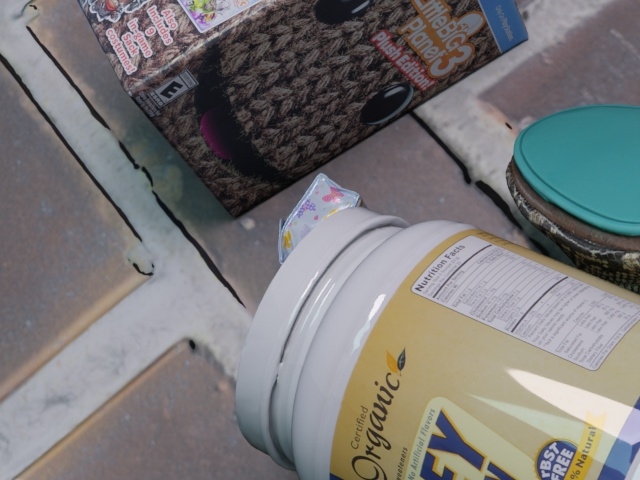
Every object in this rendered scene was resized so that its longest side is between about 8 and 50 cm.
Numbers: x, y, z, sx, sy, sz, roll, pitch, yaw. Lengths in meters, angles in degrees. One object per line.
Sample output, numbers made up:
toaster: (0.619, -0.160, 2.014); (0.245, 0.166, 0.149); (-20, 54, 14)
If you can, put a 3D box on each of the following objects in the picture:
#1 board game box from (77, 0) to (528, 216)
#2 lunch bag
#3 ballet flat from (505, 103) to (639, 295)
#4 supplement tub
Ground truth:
board game box: (-0.013, -0.188, 1.355); (0.291, 0.232, 0.141); (-32, 61, 4)
lunch bag: (0.000, 0.000, 1.356); (0.053, 0.071, 0.083); (29, 79, 27)
ballet flat: (0.297, 0.010, 1.155); (0.164, 0.182, 0.483); (-31, 18, -23)
supplement tub: (0.123, 0.121, 1.168); (0.316, 0.228, 0.228); (24, 76, 27)
